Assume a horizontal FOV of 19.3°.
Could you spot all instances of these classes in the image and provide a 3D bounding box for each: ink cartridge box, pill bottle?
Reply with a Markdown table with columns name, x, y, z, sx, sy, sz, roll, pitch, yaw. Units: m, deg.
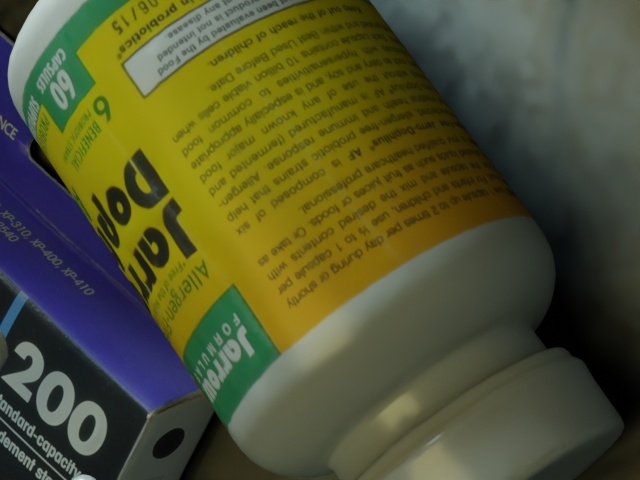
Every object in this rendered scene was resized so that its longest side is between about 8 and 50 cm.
| name | x | y | z | sx | sy | sz | roll | pitch | yaw |
| --- | --- | --- | --- | --- | --- | --- | --- | --- | --- |
| ink cartridge box | -0.137 | 0.039 | 0.739 | 0.206 | 0.045 | 0.208 | 39 | 114 | 25 |
| pill bottle | 0.000 | 0.000 | 0.596 | 0.117 | 0.117 | 0.208 | -44 | 72 | 30 |

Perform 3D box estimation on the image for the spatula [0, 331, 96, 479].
| name | x | y | z | sx | sy | sz | roll | pitch | yaw |
| --- | --- | --- | --- | --- | --- | --- | --- | --- | --- |
| spatula | -0.126 | 0.141 | 0.691 | 0.168 | 0.019 | 0.242 | 51 | 137 | 14 |
